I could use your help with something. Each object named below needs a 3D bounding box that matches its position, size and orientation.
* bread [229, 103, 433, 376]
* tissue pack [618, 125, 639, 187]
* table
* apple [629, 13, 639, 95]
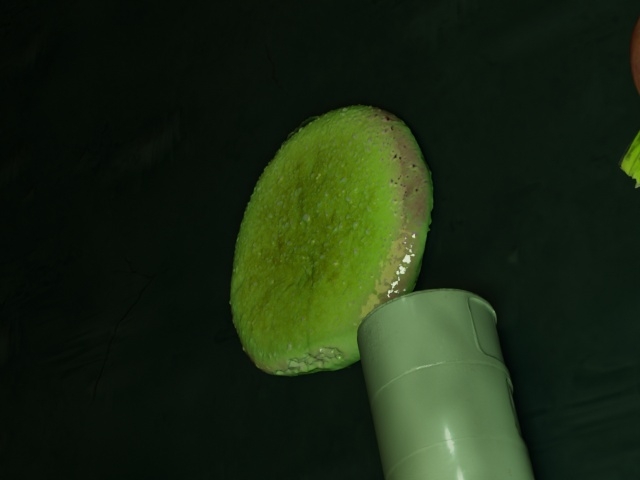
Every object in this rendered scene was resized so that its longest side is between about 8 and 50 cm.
[{"bbox_3d":[0.002,-0.006,1.784,0.301,0.045,0.301,-26,54,42],"label":"bread"},{"bbox_3d":[0.351,-0.109,1.294,0.235,0.173,0.073,-62,13,11],"label":"tissue pack"},{"bbox_3d":[0.109,0.164,1.504,0.126,0.126,0.220,-38,47,35],"label":"table"},{"bbox_3d":[0.313,-0.154,1.395,0.153,0.120,0.153,-46,30,36],"label":"apple"}]
